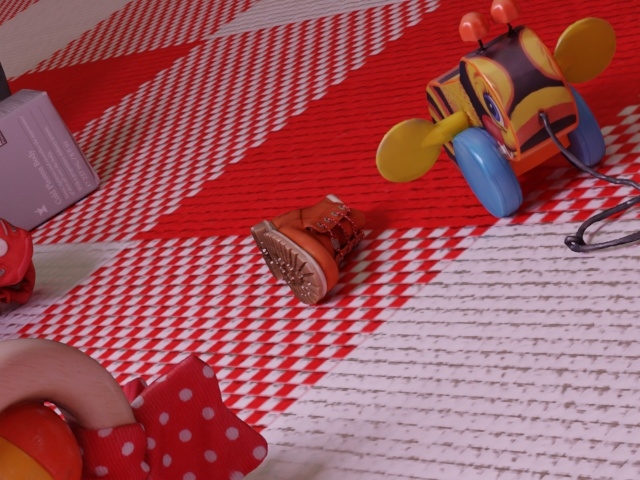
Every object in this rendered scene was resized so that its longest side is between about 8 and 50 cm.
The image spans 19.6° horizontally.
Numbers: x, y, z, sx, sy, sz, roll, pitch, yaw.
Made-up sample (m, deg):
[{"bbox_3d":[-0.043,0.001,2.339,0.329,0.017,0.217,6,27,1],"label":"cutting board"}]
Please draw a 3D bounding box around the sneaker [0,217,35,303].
[{"bbox_3d":[-0.334,0.035,1.769,0.279,0.118,0.107,155,129,-70],"label":"sneaker"}]

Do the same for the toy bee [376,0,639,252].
[{"bbox_3d":[0.148,-0.109,1.355,0.195,0.162,0.298,-36,20,-28],"label":"toy bee"}]

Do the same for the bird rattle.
[{"bbox_3d":[-0.153,0.148,1.064,0.253,0.207,0.143,-45,42,-19],"label":"bird rattle"}]

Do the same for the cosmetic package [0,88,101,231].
[{"bbox_3d":[-0.376,-0.052,1.993,0.238,0.127,0.107,-36,20,-18],"label":"cosmetic package"}]

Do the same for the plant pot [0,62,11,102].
[{"bbox_3d":[-0.506,-0.148,2.256,0.293,0.235,0.293,-24,19,9],"label":"plant pot"}]

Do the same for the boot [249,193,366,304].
[{"bbox_3d":[0.000,0.000,1.440,0.085,0.059,0.158,-25,17,-6],"label":"boot"}]
